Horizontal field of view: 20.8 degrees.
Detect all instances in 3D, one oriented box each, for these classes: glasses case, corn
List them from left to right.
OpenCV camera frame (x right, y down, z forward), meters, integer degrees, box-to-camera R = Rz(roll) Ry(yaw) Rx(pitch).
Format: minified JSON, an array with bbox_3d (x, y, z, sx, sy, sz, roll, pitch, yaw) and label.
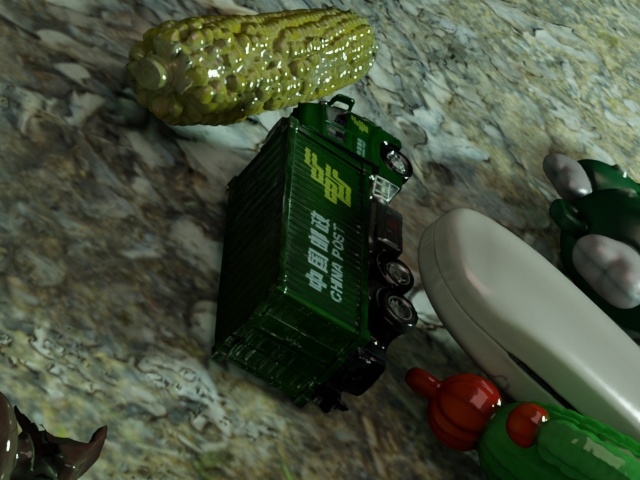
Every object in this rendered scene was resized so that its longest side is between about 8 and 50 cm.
[{"bbox_3d":[-0.048,-0.140,1.376,0.086,0.086,0.288,48,32,16],"label":"corn"},{"bbox_3d":[0.180,0.089,1.277,0.297,0.075,0.113,41,27,-23],"label":"glasses case"}]

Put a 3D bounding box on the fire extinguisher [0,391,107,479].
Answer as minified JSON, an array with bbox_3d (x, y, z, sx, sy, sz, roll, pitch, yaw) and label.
[{"bbox_3d":[-0.216,0.094,0.934,0.252,0.075,0.106,16,38,-30],"label":"fire extinguisher"}]

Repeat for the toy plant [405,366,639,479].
[{"bbox_3d":[0.174,0.159,1.178,0.240,0.088,0.154,38,-12,-12],"label":"toy plant"}]

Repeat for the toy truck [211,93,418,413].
[{"bbox_3d":[0.000,0.000,1.247,0.121,0.088,0.259,30,34,-20],"label":"toy truck"}]

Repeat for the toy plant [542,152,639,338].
[{"bbox_3d":[0.280,0.025,1.458,0.243,0.112,0.232,38,20,-8],"label":"toy plant"}]
